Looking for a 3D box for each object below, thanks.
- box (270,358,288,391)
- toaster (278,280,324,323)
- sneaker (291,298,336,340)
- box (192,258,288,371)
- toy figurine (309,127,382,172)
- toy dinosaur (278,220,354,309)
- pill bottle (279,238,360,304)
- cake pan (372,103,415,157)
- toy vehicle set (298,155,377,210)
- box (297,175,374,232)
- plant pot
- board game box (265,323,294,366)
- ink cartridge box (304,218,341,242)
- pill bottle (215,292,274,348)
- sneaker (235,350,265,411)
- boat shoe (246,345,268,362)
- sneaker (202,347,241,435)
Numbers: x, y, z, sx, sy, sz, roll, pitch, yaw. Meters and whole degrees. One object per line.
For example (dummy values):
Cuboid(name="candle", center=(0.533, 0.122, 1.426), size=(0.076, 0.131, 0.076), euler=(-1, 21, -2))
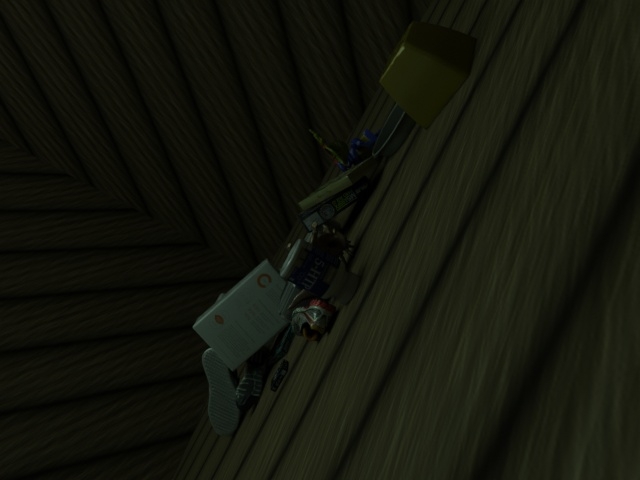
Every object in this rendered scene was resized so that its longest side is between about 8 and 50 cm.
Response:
Cuboid(name="box", center=(-0.127, 0.418, 1.755), size=(0.083, 0.018, 0.067), euler=(-60, 8, 11))
Cuboid(name="toaster", center=(-0.052, 0.167, 1.764), size=(0.227, 0.129, 0.146), euler=(-83, 18, -64))
Cuboid(name="sneaker", center=(-0.035, 0.231, 1.556), size=(0.093, 0.088, 0.225), euler=(-69, 9, -26))
Cuboid(name="box", center=(-0.249, 0.258, 2.019), size=(0.345, 0.215, 0.168), euler=(-41, 6, -3))
Cuboid(name="toy figurine", center=(0.133, -0.365, 2.107), size=(0.217, 0.191, 0.362), euler=(-40, -21, 5))
Cuboid(name="toy dinosaur", center=(0.002, 0.070, 1.629), size=(0.127, 0.200, 0.296), euler=(-6, 66, 47))
Cuboid(name="pill bottle", center=(0.001, 0.085, 1.452), size=(0.112, 0.186, 0.112), euler=(-60, 7, 13))
Cuboid(name="cake pan", center=(0.271, -0.405, 1.924), size=(0.293, 0.054, 0.293), euler=(-60, 8, 14))
Cuboid(name="toy vehicle set", center=(0.059, -0.196, 1.968), size=(0.267, 0.035, 0.166), euler=(-25, 11, 46))
Cuboid(name="box", center=(0.047, -0.131, 1.987), size=(0.270, 0.060, 0.216), euler=(-34, 7, -2))
Cuboid(name="plant pot", center=(0.288, -0.483, 1.585), size=(0.212, 0.187, 0.212), euler=(-54, 10, 47))
Cuboid(name="board game box", center=(-0.134, 0.362, 1.980), size=(0.186, 0.026, 0.126), euler=(-50, 15, 57))
Cuboid(name="ink cartridge box", center=(0.000, 0.000, 2.132), size=(0.160, 0.092, 0.219), euler=(-60, 8, 10))
Cuboid(name="pill bottle", center=(-0.326, 0.347, 2.358), size=(0.162, 0.278, 0.162), euler=(-59, 7, 13))
Cuboid(name="sneaker", center=(-0.243, 0.519, 2.013), size=(0.132, 0.086, 0.229), euler=(100, -176, -49))
Cuboid(name="boat shoe", center=(-0.305, 0.414, 2.194), size=(0.104, 0.285, 0.089), euler=(-4, 58, 37))
Cuboid(name="sneaker", center=(-0.357, 0.550, 2.098), size=(0.127, 0.126, 0.321), euler=(78, -177, -85))
